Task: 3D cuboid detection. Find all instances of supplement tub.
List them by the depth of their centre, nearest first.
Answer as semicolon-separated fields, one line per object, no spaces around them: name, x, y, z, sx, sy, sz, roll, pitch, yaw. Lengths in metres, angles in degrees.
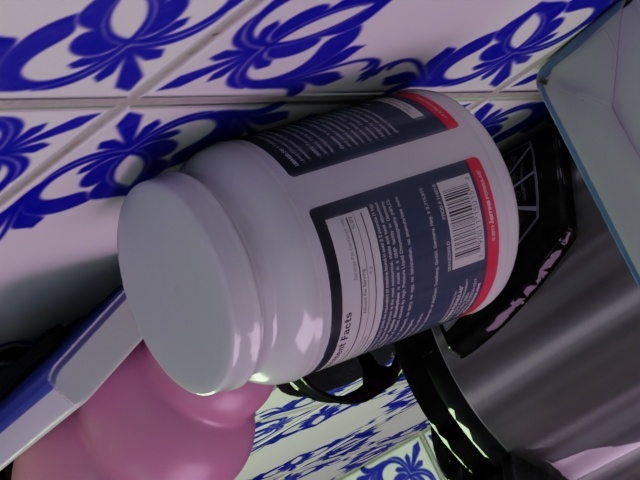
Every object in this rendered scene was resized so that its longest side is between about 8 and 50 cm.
supplement tub;0.000;0.000;1.430;0.272;0.191;0.191;-18;165;-31

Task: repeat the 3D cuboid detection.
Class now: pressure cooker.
pressure cooker;0.275;0.084;1.898;0.420;0.375;0.370;-36;168;34

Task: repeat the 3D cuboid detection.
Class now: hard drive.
hard drive;-0.248;0.135;1.658;0.318;0.040;0.210;-38;-171;45

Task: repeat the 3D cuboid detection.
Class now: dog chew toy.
dog chew toy;-0.159;0.186;1.787;0.206;0.206;0.332;-8;142;-55

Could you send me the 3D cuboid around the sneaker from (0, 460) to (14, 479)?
sneaker;-0.381;0.274;1.940;0.217;0.079;0.121;-22;165;4

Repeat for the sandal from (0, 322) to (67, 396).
sandal;-0.297;0.119;1.680;0.179;0.040;0.067;-41;-174;33

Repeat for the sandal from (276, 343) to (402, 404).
sandal;0.014;0.108;1.945;0.167;0.107;0.446;-36;159;1

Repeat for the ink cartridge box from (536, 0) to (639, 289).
ink cartridge box;0.422;-0.100;1.678;0.395;0.270;0.151;-16;166;-38

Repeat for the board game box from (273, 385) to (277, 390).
board game box;-0.174;0.193;2.111;0.316;0.064;0.242;-23;168;-36
